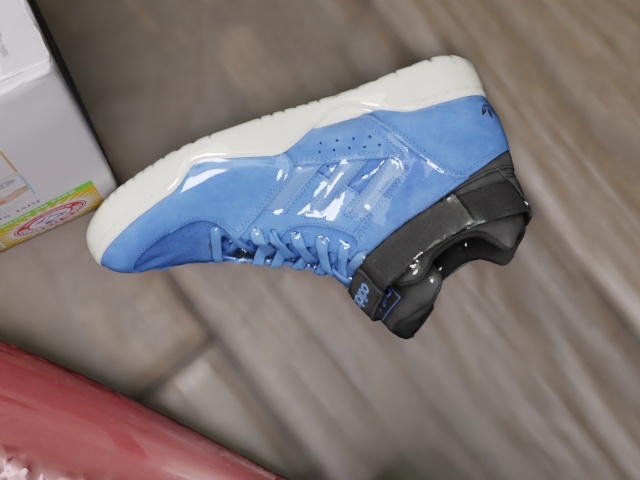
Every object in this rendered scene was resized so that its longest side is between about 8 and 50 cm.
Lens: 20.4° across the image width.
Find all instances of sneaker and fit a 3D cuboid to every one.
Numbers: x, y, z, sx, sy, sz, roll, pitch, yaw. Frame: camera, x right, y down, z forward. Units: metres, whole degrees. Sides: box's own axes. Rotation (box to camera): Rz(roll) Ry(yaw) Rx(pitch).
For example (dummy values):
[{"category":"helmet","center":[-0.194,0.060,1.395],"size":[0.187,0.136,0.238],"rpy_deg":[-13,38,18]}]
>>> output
[{"category":"sneaker","center":[0.000,0.000,0.621],"size":[0.152,0.058,0.084],"rpy_deg":[-21,75,-10]}]

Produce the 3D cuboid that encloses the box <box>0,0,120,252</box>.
[{"category":"box","center":[-0.138,-0.057,0.553],"size":[0.103,0.203,0.114],"rpy_deg":[-25,82,-5]}]

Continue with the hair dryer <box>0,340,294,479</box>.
[{"category":"hair dryer","center":[-0.144,0.133,0.610],"size":[0.293,0.080,0.223],"rpy_deg":[-24,100,2]}]
